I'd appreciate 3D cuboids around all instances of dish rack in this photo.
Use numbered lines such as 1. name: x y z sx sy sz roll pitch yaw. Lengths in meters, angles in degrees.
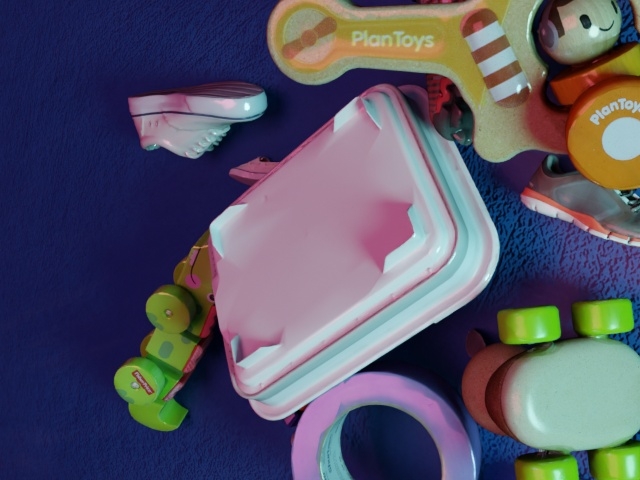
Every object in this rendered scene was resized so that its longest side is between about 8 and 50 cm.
1. dish rack: 0.000 0.000 0.800 0.333 0.072 0.286 -38 49 25

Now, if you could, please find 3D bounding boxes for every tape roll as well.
1. tape roll: 0.070 0.224 0.791 0.188 0.080 0.189 0 91 16

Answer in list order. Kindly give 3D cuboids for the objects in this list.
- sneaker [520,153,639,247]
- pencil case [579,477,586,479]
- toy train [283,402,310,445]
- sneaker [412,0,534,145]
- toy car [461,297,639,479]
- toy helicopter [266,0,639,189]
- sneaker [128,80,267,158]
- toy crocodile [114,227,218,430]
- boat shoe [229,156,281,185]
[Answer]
1. sneaker: 0.253 -0.037 0.673 0.158 0.061 0.065 27 104 37
2. pencil case: 0.220 0.302 0.720 0.070 0.064 0.152 31 115 54
3. toy train: 0.007 0.161 0.889 0.143 0.105 0.248 -39 69 20
4. sneaker: 0.137 -0.236 0.737 0.135 0.097 0.276 25 115 48
5. toy car: 0.196 0.139 0.717 0.188 0.148 0.155 161 105 -70
6. toy helicopter: 0.125 -0.181 0.614 0.354 0.140 0.235 6 114 16
7. sneaker: -0.161 -0.160 1.024 0.258 0.094 0.091 8 117 45
8. toy crocodile: -0.191 0.129 1.046 0.105 0.115 0.341 28 115 0
9. boat shoe: -0.077 -0.091 0.983 0.100 0.035 0.035 8 71 45
